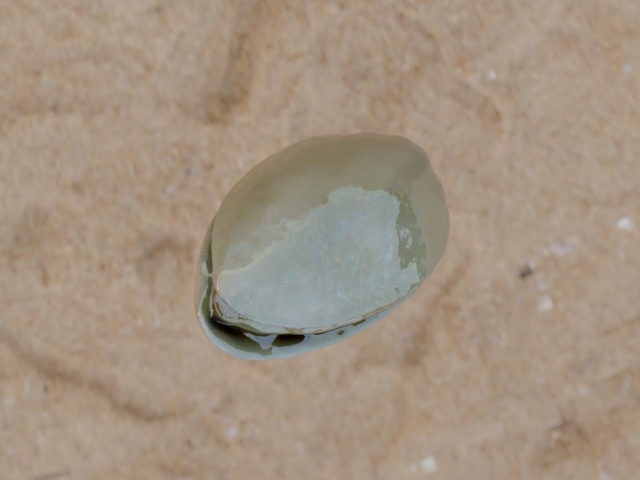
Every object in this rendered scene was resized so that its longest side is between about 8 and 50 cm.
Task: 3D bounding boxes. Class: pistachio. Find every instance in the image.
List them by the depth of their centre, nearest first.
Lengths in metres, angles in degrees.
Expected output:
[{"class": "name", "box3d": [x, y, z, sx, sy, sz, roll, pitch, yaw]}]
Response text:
[{"class": "pistachio", "box3d": [0.000, 0.000, 1.341, 0.226, 0.136, 0.136, -35, 148, -41]}]
